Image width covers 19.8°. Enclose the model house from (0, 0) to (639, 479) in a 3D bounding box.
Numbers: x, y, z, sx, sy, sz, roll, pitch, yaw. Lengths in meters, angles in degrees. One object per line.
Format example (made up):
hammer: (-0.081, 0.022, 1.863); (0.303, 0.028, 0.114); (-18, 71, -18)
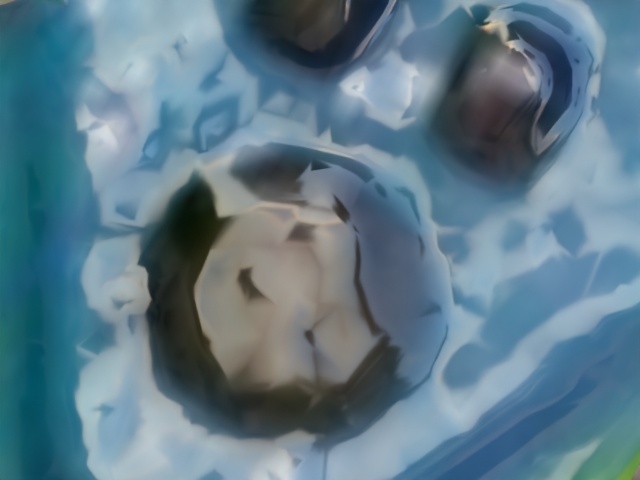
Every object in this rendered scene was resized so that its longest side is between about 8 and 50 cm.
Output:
model house: (0.000, 0.000, 0.518); (0.215, 0.303, 0.237); (25, 169, -1)
